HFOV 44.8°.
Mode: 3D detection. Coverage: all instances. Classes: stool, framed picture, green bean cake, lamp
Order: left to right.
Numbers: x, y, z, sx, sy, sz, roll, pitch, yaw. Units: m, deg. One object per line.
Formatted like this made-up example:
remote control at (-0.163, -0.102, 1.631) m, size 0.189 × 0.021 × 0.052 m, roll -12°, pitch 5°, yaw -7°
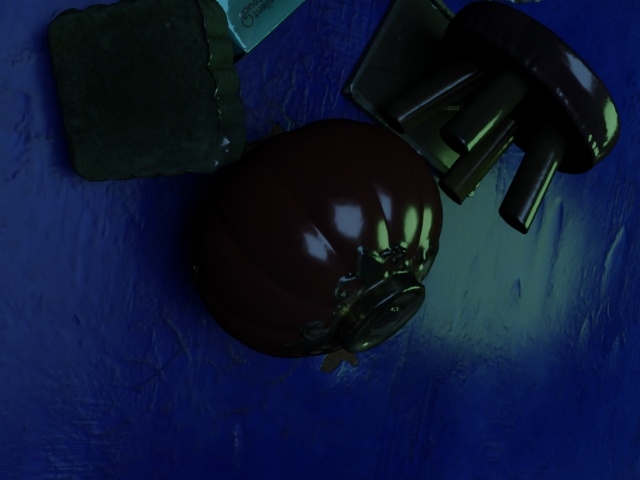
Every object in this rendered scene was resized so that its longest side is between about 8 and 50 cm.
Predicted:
green bean cake at (-0.177, -0.158, 0.818) m, size 0.094 × 0.185 × 0.183 m, roll -31°, pitch 116°, yaw -66°
lamp at (0.000, 0.000, 0.896) m, size 0.303 × 0.257 × 0.303 m, roll -31°, pitch 152°, yaw -19°
framed picture at (0.176, -0.217, 1.121) m, size 0.281 × 0.019 × 0.209 m, roll 36°, pitch 78°, yaw -30°
stool at (0.228, -0.156, 1.011) m, size 0.178 × 0.272 × 0.272 m, roll -46°, pitch 118°, yaw -3°

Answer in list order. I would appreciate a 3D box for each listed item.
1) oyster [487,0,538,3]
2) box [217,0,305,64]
oyster at (0.229, -0.447, 1.071) m, size 0.268 × 0.112 × 0.198 m, roll 22°, pitch 84°, yaw -29°
box at (-0.127, -0.377, 0.857) m, size 0.205 × 0.118 × 0.311 m, roll -46°, pitch 116°, yaw -17°
